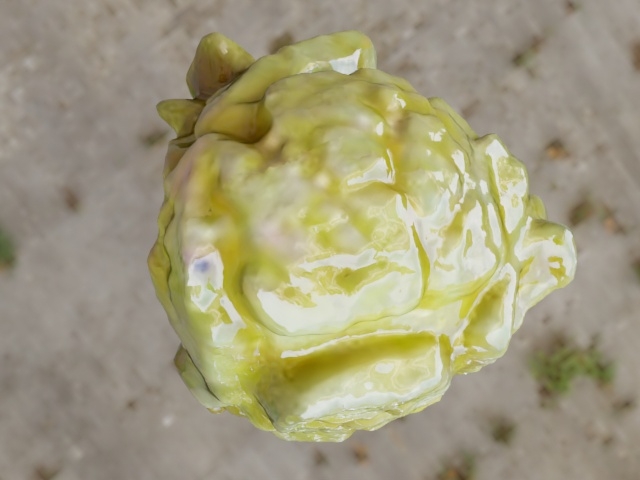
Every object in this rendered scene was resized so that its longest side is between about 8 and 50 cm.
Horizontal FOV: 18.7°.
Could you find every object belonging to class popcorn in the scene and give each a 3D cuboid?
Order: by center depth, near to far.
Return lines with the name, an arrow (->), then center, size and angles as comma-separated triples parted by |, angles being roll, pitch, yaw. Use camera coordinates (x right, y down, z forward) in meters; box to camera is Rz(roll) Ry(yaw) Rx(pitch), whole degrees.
popcorn -> 0.001, -0.001, 0.883 | 0.167, 0.185, 0.187 | -40, -152, -18
